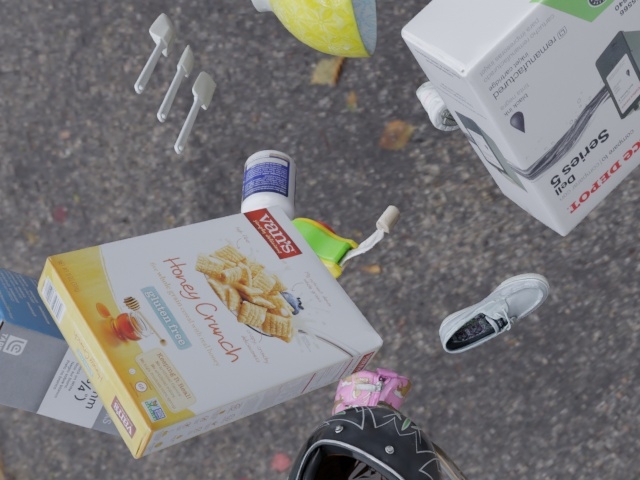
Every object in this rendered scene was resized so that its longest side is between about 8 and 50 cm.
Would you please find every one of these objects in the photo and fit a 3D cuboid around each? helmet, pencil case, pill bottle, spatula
[{"bbox_3d":[0.048,0.252,1.094,0.169,0.169,0.161,32,88,29],"label":"helmet"},{"bbox_3d":[0.070,0.448,2.164,0.160,0.167,0.386,1,64,38],"label":"pencil case"},{"bbox_3d":[-0.106,-0.083,2.159,0.112,0.112,0.186,-42,34,40],"label":"pill bottle"},{"bbox_3d":[-0.244,-0.261,1.746,0.019,0.242,0.168,-17,123,23],"label":"spatula"}]

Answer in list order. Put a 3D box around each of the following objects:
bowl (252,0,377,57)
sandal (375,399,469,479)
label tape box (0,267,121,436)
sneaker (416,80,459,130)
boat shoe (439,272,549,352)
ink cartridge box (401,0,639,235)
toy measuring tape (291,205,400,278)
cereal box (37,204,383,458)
[{"bbox_3d":[-0.021,-0.393,1.493,0.156,0.289,0.289,-7,100,12],"label":"bowl"},{"bbox_3d":[0.145,0.313,1.497,0.060,0.090,0.219,-47,60,-5],"label":"sandal"},{"bbox_3d":[-0.293,0.150,1.350,0.105,0.334,0.241,-65,31,5],"label":"label tape box"},{"bbox_3d":[0.275,-0.262,1.992,0.090,0.232,0.115,-54,50,25],"label":"sneaker"},{"bbox_3d":[0.320,0.142,1.928,0.228,0.081,0.079,-31,110,20],"label":"boat shoe"},{"bbox_3d":[0.235,-0.166,1.054,0.198,0.273,0.115,-44,44,-1],"label":"ink cartridge box"},{"bbox_3d":[0.000,0.000,1.606,0.121,0.121,0.330,61,147,8],"label":"toy measuring tape"},{"bbox_3d":[-0.087,0.063,0.872,0.173,0.240,0.047,52,136,24],"label":"cereal box"}]
